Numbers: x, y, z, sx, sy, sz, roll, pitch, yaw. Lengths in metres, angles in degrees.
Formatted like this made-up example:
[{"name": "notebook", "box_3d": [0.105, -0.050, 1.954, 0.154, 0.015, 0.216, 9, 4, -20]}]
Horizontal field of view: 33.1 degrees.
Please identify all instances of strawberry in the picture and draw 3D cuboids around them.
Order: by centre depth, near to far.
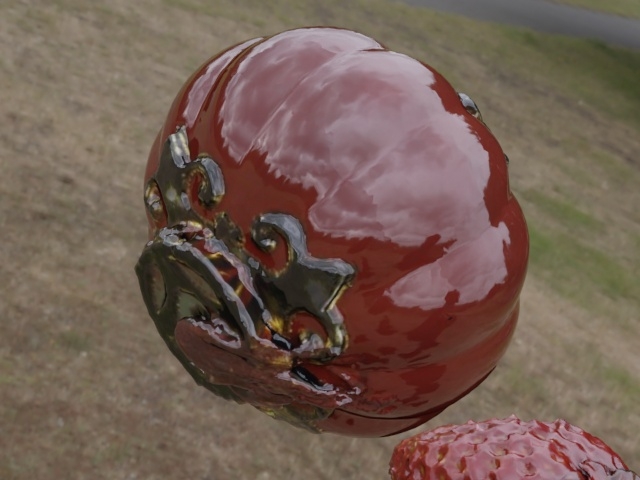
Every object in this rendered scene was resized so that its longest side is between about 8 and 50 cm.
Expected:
[{"name": "strawberry", "box_3d": [0.179, 0.274, 0.969, 0.238, 0.250, 0.288, 1, 6, -34]}]

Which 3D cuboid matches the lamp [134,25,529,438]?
[{"name": "lamp", "box_3d": [0.000, 0.000, 0.575, 0.226, 0.227, 0.227, 19, 23, -8]}]
